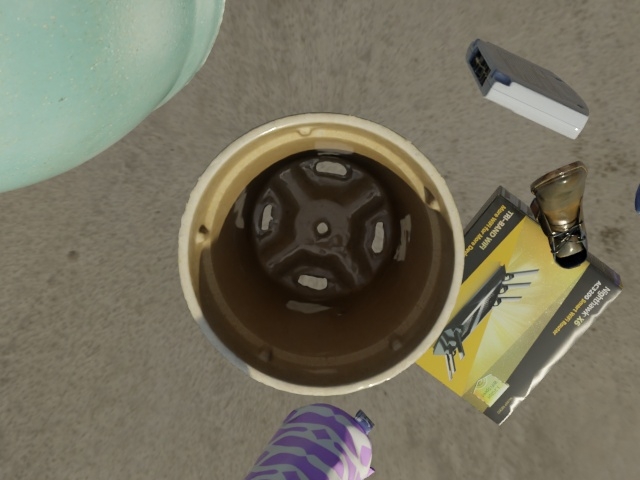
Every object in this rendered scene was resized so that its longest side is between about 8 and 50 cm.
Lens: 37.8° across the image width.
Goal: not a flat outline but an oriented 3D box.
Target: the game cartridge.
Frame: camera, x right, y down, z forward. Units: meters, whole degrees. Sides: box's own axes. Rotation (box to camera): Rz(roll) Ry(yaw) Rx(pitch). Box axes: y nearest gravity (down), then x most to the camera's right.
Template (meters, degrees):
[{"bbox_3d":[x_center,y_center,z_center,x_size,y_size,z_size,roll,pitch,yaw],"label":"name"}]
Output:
[{"bbox_3d":[0.102,-0.075,0.459,0.056,0.083,0.017,20,113,-7],"label":"game cartridge"}]

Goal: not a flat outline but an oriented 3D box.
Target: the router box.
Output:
[{"bbox_3d":[0.288,0.107,1.506,0.243,0.081,0.309,36,109,1],"label":"router box"}]

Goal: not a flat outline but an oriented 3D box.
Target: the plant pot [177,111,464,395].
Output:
[{"bbox_3d":[0.000,0.000,1.231,0.334,0.305,0.334,0,97,0],"label":"plant pot"}]

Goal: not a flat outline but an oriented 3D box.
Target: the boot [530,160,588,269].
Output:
[{"bbox_3d":[0.335,-0.032,1.253,0.082,0.219,0.106,-21,74,6],"label":"boot"}]

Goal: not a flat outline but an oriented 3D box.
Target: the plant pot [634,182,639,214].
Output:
[{"bbox_3d":[0.337,0.008,0.529,0.236,0.236,0.212,-14,86,-28],"label":"plant pot"}]

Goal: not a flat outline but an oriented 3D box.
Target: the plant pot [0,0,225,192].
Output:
[{"bbox_3d":[-0.225,-0.136,0.509,0.293,0.196,0.293,14,135,15],"label":"plant pot"}]

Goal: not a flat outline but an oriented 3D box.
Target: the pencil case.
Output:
[{"bbox_3d":[-0.028,0.214,0.710,0.086,0.206,0.088,-28,103,38],"label":"pencil case"}]
